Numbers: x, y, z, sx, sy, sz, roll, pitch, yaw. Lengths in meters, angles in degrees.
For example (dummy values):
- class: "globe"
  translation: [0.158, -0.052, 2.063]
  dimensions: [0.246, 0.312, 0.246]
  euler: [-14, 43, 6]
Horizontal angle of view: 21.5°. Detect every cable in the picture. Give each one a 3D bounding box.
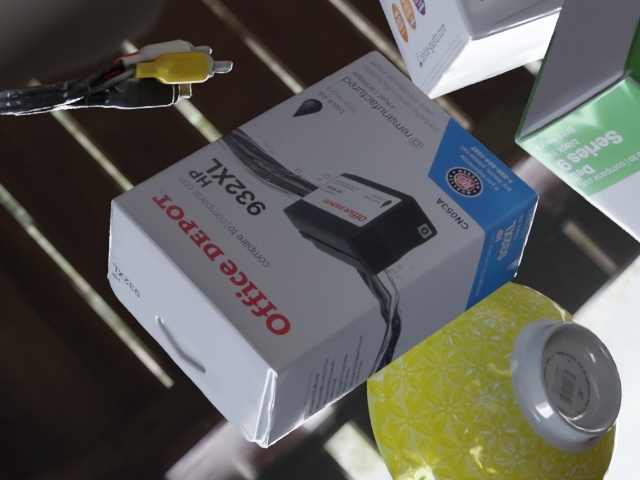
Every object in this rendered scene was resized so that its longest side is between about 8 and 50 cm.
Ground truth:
- class: "cable"
  translation: [-0.235, -0.172, 1.752]
  dimensions: [0.287, 0.139, 0.072]
  euler: [-7, 102, -47]

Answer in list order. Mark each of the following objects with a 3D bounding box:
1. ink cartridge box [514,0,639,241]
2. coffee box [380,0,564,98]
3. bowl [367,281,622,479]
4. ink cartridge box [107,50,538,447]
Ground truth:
- class: "ink cartridge box"
  translation: [0.301, -0.078, 1.196]
  dimensions: [0.121, 0.289, 0.211]
  euler: [-33, -154, 48]
- class: "coffee box"
  translation: [0.232, -0.397, 1.948]
  dimensions: [0.338, 0.334, 0.337]
  euler: [-21, 176, -9]
- class: "bowl"
  translation: [0.204, 0.157, 1.680]
  dimensions: [0.289, 0.289, 0.156]
  euler: [-33, -177, -42]
- class: "ink cartridge box"
  translation: [0.000, 0.000, 1.481]
  dimensions: [0.307, 0.223, 0.129]
  euler: [-32, 153, -28]
